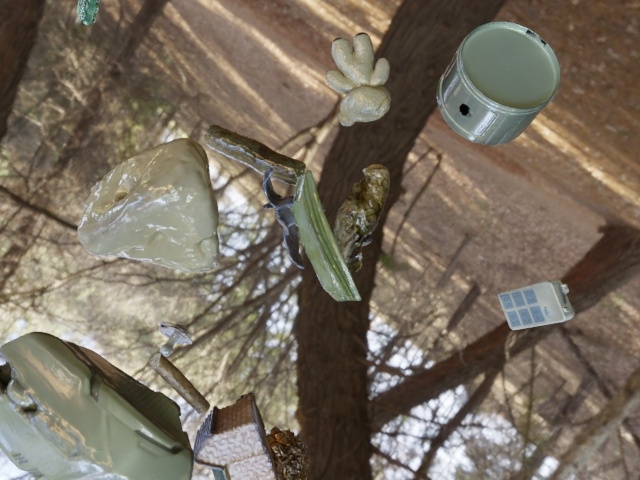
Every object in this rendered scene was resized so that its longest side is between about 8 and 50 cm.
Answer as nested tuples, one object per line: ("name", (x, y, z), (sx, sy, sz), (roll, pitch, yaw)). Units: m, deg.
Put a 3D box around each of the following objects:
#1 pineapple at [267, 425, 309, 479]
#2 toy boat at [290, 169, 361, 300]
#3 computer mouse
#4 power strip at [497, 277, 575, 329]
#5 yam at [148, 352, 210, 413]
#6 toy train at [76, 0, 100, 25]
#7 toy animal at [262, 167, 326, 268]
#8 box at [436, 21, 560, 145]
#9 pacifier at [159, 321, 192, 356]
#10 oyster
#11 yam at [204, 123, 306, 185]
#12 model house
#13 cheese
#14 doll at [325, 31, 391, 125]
("pineapple", (-0.099, 0.618, 1.775), (0.076, 0.224, 0.225), (-16, 154, 36))
("toy boat", (0.000, 0.000, 1.347), (0.093, 0.055, 0.292), (-12, 100, 61))
("computer mouse", (-0.413, 0.330, 1.127), (0.429, 0.228, 0.145), (34, 178, 5))
("power strip", (0.417, 0.125, 1.257), (0.192, 0.035, 0.081), (144, 110, -69))
("yam", (-0.245, 0.253, 1.132), (0.145, 0.032, 0.032), (55, 178, -28))
("toy train", (-0.506, -0.514, 1.407), (0.033, 0.083, 0.053), (-6, -143, -48))
("toy animal", (-0.078, -0.060, 1.497), (0.239, 0.177, 0.255), (66, -156, -14))
("box", (0.385, -0.342, 1.410), (0.226, 0.226, 0.149), (34, 158, 4))
("pacifier", (-0.342, 0.226, 1.470), (0.081, 0.078, 0.099), (42, 149, -24))
("oyster", (0.102, -0.030, 1.561), (0.094, 0.294, 0.166), (20, -153, 26))
("yam", (-0.168, -0.215, 1.621), (0.318, 0.071, 0.067), (26, -144, 26))
("model house", (-0.201, 0.470, 1.451), (0.166, 0.172, 0.182), (-134, 24, -77))
("cheese", (-0.251, -0.061, 1.130), (0.251, 0.248, 0.173), (27, -142, -32))
("doll", (0.125, -0.488, 1.956), (0.149, 0.175, 0.277), (-4, -99, -56))
